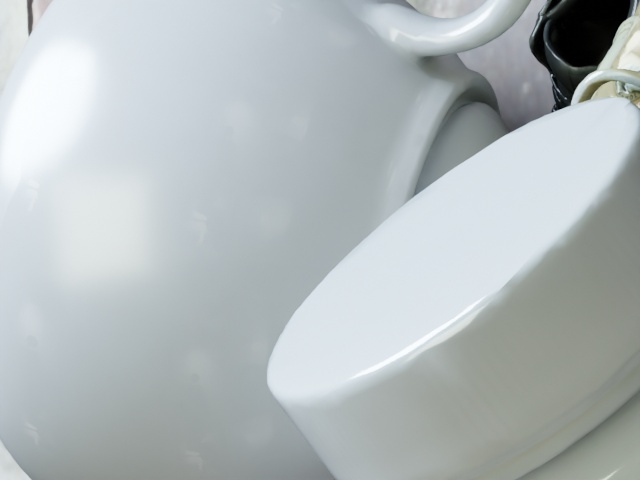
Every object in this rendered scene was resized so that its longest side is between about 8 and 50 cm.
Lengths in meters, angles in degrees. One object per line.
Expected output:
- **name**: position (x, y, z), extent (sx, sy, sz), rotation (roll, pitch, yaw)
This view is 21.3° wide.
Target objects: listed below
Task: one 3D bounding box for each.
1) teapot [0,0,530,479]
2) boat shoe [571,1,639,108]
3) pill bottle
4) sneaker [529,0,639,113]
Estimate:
- **teapot**: position (0.000, 0.000, 0.645), extent (0.187, 0.256, 0.252), rotation (9, 70, 20)
- **boat shoe**: position (0.130, 0.000, 0.566), extent (0.104, 0.089, 0.285), rotation (21, 122, 27)
- **pill bottle**: position (0.124, 0.113, 0.486), extent (0.169, 0.169, 0.301), rotation (-31, 106, 34)
- **sneaker**: position (0.105, -0.061, 0.640), extent (0.051, 0.089, 0.170), rotation (34, 109, 34)
